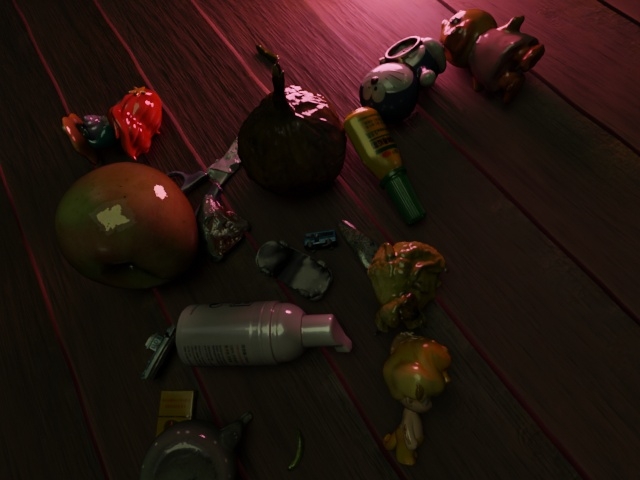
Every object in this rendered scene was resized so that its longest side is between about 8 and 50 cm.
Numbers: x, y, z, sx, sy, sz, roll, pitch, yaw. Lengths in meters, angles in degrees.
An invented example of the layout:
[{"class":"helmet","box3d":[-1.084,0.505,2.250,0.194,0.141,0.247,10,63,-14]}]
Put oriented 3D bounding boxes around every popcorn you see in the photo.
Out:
[{"class":"popcorn","box3d":[0.184,0.102,0.908,0.173,0.168,0.195,-16,66,43]}]

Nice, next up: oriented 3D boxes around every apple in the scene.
[{"class":"apple","box3d":[-0.458,-0.038,1.027,0.319,0.319,0.277,-9,58,10]}]

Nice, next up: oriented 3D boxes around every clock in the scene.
[{"class":"clock","box3d":[0.210,-0.413,1.096,0.243,0.146,0.199,-47,42,-10]}]

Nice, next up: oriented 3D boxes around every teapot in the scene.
[{"class":"teapot","box3d":[-0.267,0.471,0.873,0.294,0.129,0.193,-40,84,-8]}]

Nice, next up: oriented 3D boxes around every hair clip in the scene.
[{"class":"hair clip","box3d":[0.110,0.030,1.012,0.066,0.036,0.229,-33,66,-8]}]

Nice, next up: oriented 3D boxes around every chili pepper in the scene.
[{"class":"chili pepper","box3d":[-0.052,0.448,0.901,0.030,0.017,0.083,13,74,19]}]

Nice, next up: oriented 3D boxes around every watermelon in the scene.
[{"class":"watermelon","box3d":[-0.255,-0.042,1.098,0.139,0.071,0.187,-10,80,-7]}]

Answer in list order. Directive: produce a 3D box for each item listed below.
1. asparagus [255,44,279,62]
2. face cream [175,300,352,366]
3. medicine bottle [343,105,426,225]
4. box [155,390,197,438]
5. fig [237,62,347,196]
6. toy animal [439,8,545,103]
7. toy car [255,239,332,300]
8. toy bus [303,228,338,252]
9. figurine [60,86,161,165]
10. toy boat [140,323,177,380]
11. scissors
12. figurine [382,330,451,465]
[{"class":"asparagus","box3d":[-0.165,-0.584,1.320,0.025,0.021,0.108,-44,66,-10]},{"class":"face cream","box3d":[-0.119,0.204,0.942,0.369,0.145,0.145,-5,68,10]},{"class":"medicine bottle","box3d":[0.161,-0.179,1.025,0.111,0.076,0.309,-24,84,-29]},{"class":"box","box3d":[-0.333,0.427,0.973,0.087,0.023,0.155,-3,69,9]},{"class":"fig","box3d":[-0.076,-0.287,1.006,0.286,0.369,0.286,-2,63,3]},{"class":"toy animal","box3d":[0.417,-0.492,1.077,0.281,0.195,0.169,40,42,19]},{"class":"toy car","box3d":[-0.066,0.069,1.028,0.205,0.056,0.095,26,78,24]},{"class":"toy bus","box3d":[0.000,0.000,1.048,0.083,0.038,0.046,-8,63,8]},{"class":"figurine","box3d":[-0.590,-0.333,1.254,0.257,0.181,0.208,-22,26,3]},{"class":"toy boat","box3d":[-0.395,0.267,1.026,0.066,0.059,0.140,26,75,3]},{"class":"scissors","box3d":[-0.268,-0.204,1.194,0.256,0.029,0.383,42,82,20]},{"class":"figurine","box3d":[0.183,0.306,0.835,0.131,0.156,0.246,8,84,19]}]
